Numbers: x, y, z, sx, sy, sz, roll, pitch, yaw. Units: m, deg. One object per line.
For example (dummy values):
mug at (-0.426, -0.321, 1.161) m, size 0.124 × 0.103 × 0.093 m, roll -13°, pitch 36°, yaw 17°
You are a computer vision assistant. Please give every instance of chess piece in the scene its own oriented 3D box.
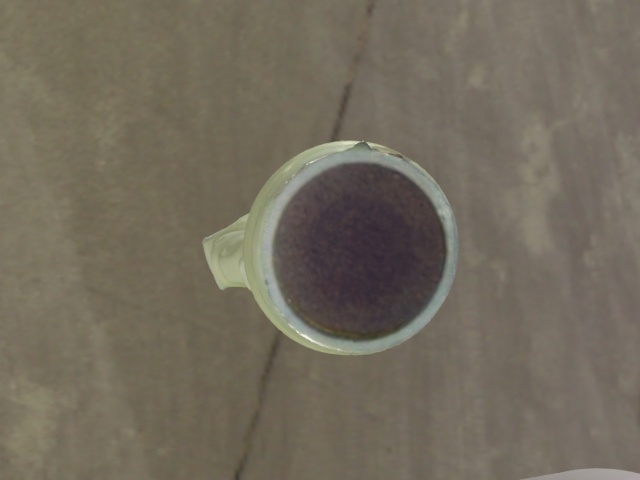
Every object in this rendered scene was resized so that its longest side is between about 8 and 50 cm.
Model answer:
chess piece at (0.000, 0.000, 1.252) m, size 0.175 × 0.298 × 0.176 m, roll -1°, pitch 93°, yaw -14°

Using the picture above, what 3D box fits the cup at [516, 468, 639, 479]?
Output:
cup at (0.116, 0.272, 0.864) m, size 0.371 × 0.253 × 0.253 m, roll 9°, pitch 76°, yaw -58°
